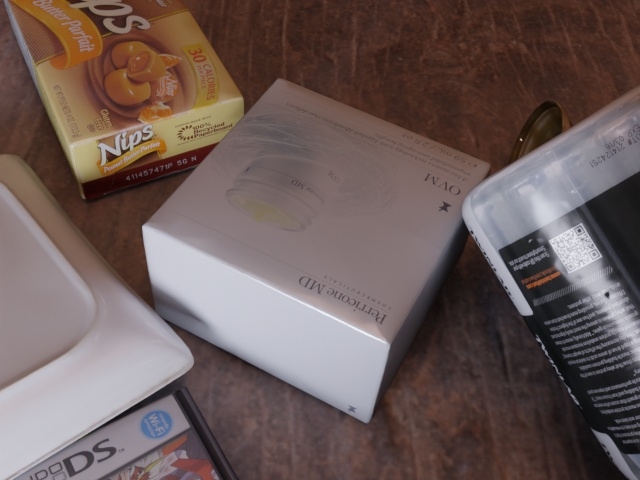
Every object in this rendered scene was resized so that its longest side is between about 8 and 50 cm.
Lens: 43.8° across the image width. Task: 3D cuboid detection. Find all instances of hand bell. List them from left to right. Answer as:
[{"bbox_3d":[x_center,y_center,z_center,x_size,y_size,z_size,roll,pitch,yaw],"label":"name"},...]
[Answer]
[{"bbox_3d":[0.329,-0.051,0.830,0.242,0.126,0.126,16,50,-9],"label":"hand bell"}]

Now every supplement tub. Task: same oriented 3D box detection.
[{"bbox_3d":[0.264,0.053,0.609,0.193,0.193,0.316,-29,86,-25],"label":"supplement tub"}]

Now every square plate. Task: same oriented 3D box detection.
[{"bbox_3d":[-0.341,0.071,0.662,0.344,0.049,0.347,-30,53,-27],"label":"square plate"}]

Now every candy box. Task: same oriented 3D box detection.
[{"bbox_3d":[-0.228,-0.204,0.892,0.183,0.087,0.316,-19,54,-19],"label":"candy box"}]

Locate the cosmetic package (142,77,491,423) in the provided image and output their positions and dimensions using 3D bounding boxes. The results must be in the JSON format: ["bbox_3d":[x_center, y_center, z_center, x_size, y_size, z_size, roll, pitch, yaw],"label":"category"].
[{"bbox_3d":[0.000,0.000,0.718,0.224,0.138,0.225,24,54,14],"label":"cosmetic package"}]

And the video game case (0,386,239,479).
[{"bbox_3d":[-0.146,0.266,0.552,0.248,0.035,0.275,-23,57,-23],"label":"video game case"}]
